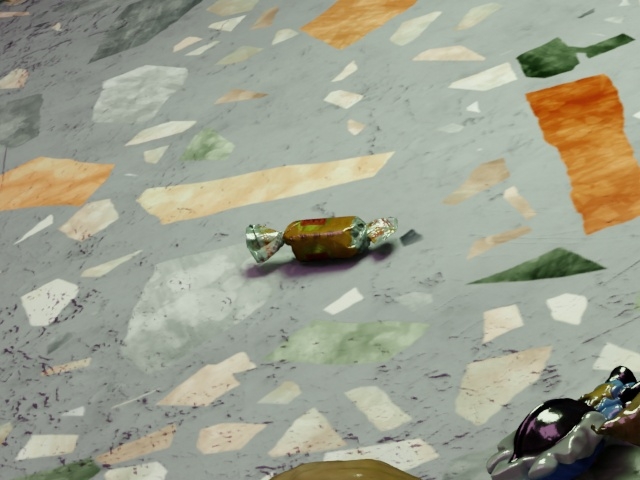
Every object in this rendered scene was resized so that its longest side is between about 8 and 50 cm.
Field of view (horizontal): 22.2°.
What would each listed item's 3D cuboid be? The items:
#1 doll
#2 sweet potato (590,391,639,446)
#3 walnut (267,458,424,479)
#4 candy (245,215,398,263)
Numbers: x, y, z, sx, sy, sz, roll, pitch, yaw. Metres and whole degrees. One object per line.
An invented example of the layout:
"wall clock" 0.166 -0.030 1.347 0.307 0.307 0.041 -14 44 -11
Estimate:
"doll" 0.208 0.163 1.381 0.195 0.070 0.096 -29 13 -29
"sweet potato" 0.345 0.123 1.362 0.269 0.074 0.075 -23 26 -27
"walnut" 0.021 0.291 1.080 0.285 0.285 0.296 -10 24 20
"candy" 0.000 0.000 1.829 0.182 0.046 0.053 -3 29 21
